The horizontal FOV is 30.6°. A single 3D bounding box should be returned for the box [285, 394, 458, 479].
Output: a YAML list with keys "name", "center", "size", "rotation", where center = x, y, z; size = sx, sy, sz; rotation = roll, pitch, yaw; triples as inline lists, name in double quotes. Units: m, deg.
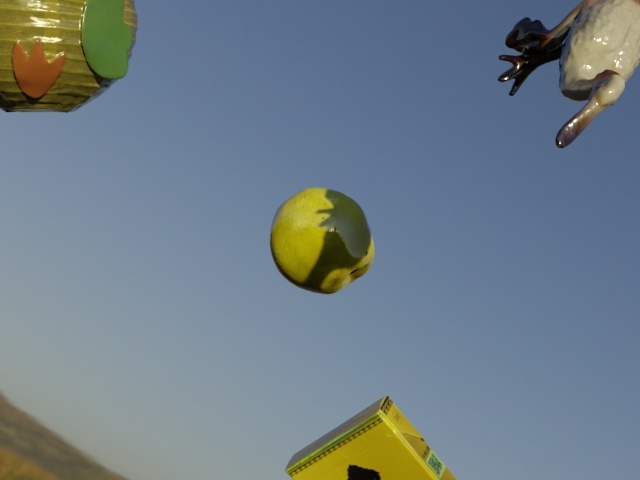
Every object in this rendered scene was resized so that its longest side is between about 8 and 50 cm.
- name: "box"
  center: [0.103, 0.321, 1.322]
  size: [0.153, 0.041, 0.279]
  rotation: [-37, -84, 31]

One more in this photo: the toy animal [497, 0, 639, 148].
- name: "toy animal"
  center: [0.318, -0.212, 1.372]
  size: [0.090, 0.195, 0.324]
  rotation: [46, 11, -22]

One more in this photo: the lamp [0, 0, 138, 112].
- name: "lamp"
  center: [-0.348, -0.300, 1.466]
  size: [0.250, 0.284, 0.250]
  rotation: [4, 4, 0]

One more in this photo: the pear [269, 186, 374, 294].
- name: "pear"
  center: [-0.001, 0.001, 2.121]
  size: [0.198, 0.198, 0.198]
  rotation: [24, -18, 9]
